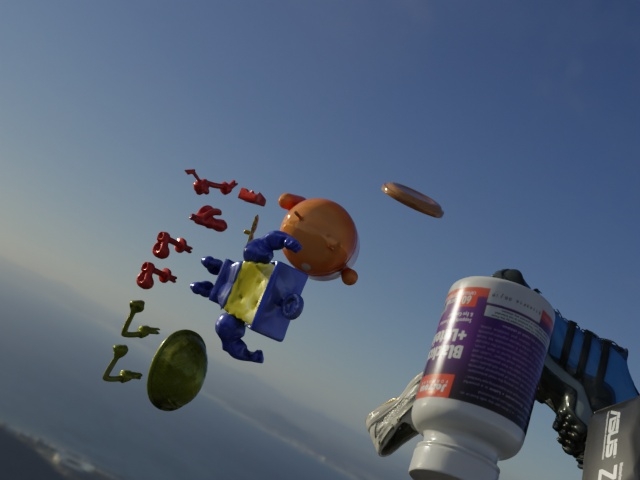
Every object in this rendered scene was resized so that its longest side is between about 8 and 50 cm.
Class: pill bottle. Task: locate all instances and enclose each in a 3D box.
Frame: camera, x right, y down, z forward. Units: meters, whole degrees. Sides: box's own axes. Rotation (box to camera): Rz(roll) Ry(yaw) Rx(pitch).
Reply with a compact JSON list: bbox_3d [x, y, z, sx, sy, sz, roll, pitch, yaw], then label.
[{"bbox_3d":[0.148,0.141,0.920,0.108,0.193,0.108,17,-25,8],"label":"pill bottle"}]

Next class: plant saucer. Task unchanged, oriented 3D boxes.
[{"bbox_3d":[0.114,-0.052,1.198,0.083,0.013,0.083,23,13,-6],"label":"plant saucer"}]

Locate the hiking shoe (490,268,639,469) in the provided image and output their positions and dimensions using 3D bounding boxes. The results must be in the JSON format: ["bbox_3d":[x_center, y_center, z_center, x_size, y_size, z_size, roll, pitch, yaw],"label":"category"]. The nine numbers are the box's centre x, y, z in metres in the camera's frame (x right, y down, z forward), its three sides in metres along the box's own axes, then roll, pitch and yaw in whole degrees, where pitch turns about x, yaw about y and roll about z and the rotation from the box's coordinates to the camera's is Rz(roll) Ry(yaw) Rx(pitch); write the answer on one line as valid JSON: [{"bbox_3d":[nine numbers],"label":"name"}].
[{"bbox_3d":[0.330,0.159,1.283,0.304,0.132,0.113,61,-16,24],"label":"hiking shoe"}]

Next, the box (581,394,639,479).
[{"bbox_3d":[0.429,0.406,1.050,0.395,0.318,0.097,42,-45,-16],"label":"box"}]

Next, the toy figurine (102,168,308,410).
[{"bbox_3d":[-0.128,0.092,1.407,0.217,0.362,0.191,15,-12,39],"label":"toy figurine"}]

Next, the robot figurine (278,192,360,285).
[{"bbox_3d":[-0.002,-0.001,1.600,0.128,0.158,0.219,-2,-8,5],"label":"robot figurine"}]

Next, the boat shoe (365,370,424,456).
[{"bbox_3d":[0.198,0.328,1.868,0.098,0.096,0.277,16,-47,-33],"label":"boat shoe"}]
